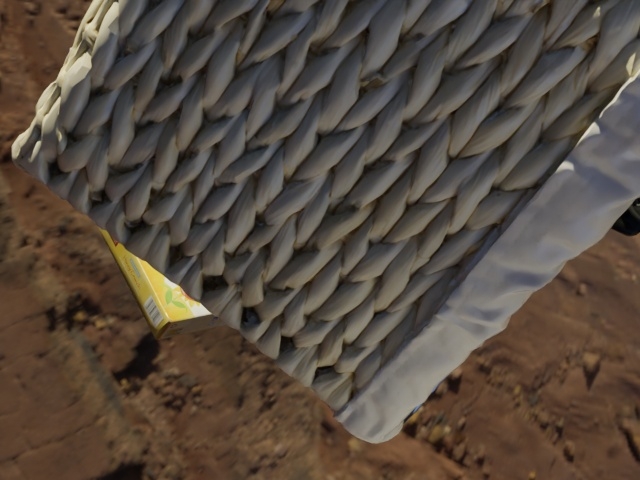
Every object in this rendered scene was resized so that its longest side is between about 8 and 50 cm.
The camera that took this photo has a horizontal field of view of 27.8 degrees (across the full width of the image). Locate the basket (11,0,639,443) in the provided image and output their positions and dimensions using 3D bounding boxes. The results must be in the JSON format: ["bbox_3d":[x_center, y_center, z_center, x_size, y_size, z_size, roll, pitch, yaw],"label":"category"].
[{"bbox_3d":[0.055,-0.137,0.720,0.266,0.328,0.331,36,127,-5],"label":"basket"}]

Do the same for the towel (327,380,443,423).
[{"bbox_3d":[0.000,0.000,1.160,0.336,0.243,0.040,50,127,4],"label":"towel"}]

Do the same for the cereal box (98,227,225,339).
[{"bbox_3d":[-0.135,0.023,1.603,0.047,0.240,0.173,-50,60,40],"label":"cereal box"}]

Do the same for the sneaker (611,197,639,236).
[{"bbox_3d":[0.263,-0.079,1.056,0.146,0.102,0.293,-35,107,-3],"label":"sneaker"}]
